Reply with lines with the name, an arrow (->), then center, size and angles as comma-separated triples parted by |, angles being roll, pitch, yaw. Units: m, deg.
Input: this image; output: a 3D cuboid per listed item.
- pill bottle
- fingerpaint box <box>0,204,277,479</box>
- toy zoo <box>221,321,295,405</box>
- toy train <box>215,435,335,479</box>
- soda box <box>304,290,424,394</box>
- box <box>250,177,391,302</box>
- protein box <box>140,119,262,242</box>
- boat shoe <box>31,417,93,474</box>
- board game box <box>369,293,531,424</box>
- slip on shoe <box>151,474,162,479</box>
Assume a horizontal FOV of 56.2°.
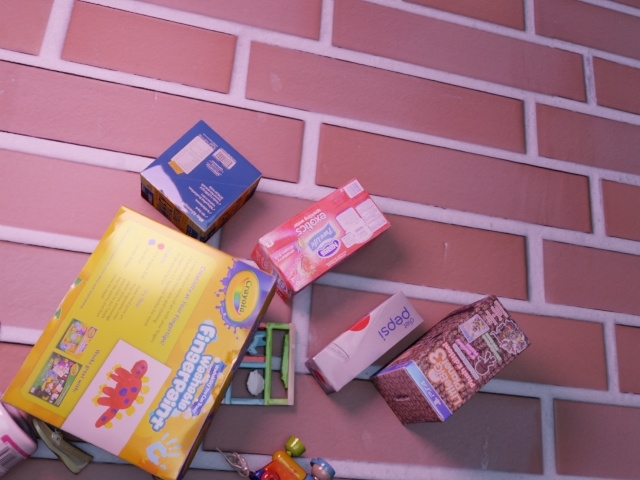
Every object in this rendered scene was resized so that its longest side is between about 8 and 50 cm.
pill bottle -> -0.701, 0.421, 1.121 | 0.283, 0.160, 0.160 | -36, 85, -23
fingerpaint box -> -0.351, 0.211, 1.255 | 0.371, 0.163, 0.444 | 24, 71, 2
toy zoo -> -0.205, 0.278, 1.374 | 0.294, 0.030, 0.192 | 6, 72, -14
toy train -> -0.091, 0.484, 1.308 | 0.248, 0.105, 0.143 | 44, 57, 1
soda box -> 0.105, 0.242, 1.438 | 0.286, 0.091, 0.098 | -34, 84, -22
box -> 0.000, 0.000, 1.458 | 0.300, 0.142, 0.154 | -35, 85, -22
protein box -> -0.285, -0.133, 1.425 | 0.200, 0.136, 0.201 | 42, 67, 0
boat shoe -> -0.523, 0.407, 1.212 | 0.048, 0.056, 0.153 | -41, 112, -26
board game box -> 0.297, 0.283, 1.403 | 0.291, 0.232, 0.141 | -33, 83, -23
slip on shoe -> -0.305, 0.458, 1.283 | 0.135, 0.041, 0.051 | -42, 87, -23
